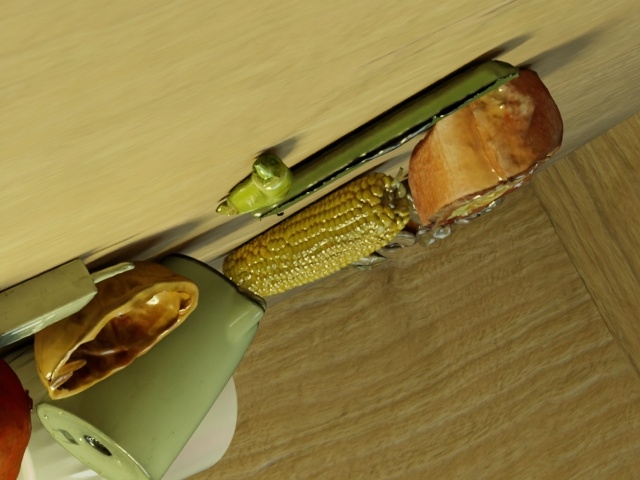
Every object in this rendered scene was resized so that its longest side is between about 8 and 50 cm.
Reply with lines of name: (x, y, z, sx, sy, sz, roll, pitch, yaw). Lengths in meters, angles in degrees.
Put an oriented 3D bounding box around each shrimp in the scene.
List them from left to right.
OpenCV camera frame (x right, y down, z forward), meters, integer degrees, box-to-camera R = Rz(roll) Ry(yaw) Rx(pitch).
shrimp: (0.017, 0.024, 2.494, 0.164, 0.062, 0.317, -1, 177, 17)

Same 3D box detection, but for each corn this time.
corn: (0.000, 0.000, 2.079, 0.310, 0.101, 0.101, -30, 175, 26)

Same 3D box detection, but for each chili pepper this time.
chili pepper: (-0.058, -0.050, 1.491, 0.049, 0.043, 0.208, -40, 180, -17)

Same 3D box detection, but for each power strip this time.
power strip: (-0.258, 0.054, 1.468, 0.175, 0.042, 0.075, -26, 174, -27)

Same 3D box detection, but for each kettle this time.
kettle: (-0.213, 0.141, 1.782, 0.240, 0.165, 0.255, 10, -123, 42)

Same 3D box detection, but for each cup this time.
cup: (-0.304, 0.235, 1.977, 0.253, 0.253, 0.371, -31, 173, 38)

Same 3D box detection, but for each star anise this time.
star anise: (0.195, -0.063, 2.466, 0.332, 0.117, 0.332, -22, 179, -1)

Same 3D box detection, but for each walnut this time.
walnut: (-0.232, 0.080, 1.608, 0.211, 0.087, 0.167, -26, 156, -45)

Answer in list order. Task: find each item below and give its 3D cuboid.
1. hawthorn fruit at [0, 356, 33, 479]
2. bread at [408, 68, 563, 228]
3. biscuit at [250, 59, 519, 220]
hawthorn fruit: (-0.350, 0.172, 1.401, 0.185, 0.185, 0.202, -26, 174, -28)
bread: (0.206, -0.115, 1.831, 0.190, 0.123, 0.244, -28, 177, -16)
biscuit: (0.063, -0.107, 1.596, 0.322, 0.038, 0.099, -30, 179, 22)
